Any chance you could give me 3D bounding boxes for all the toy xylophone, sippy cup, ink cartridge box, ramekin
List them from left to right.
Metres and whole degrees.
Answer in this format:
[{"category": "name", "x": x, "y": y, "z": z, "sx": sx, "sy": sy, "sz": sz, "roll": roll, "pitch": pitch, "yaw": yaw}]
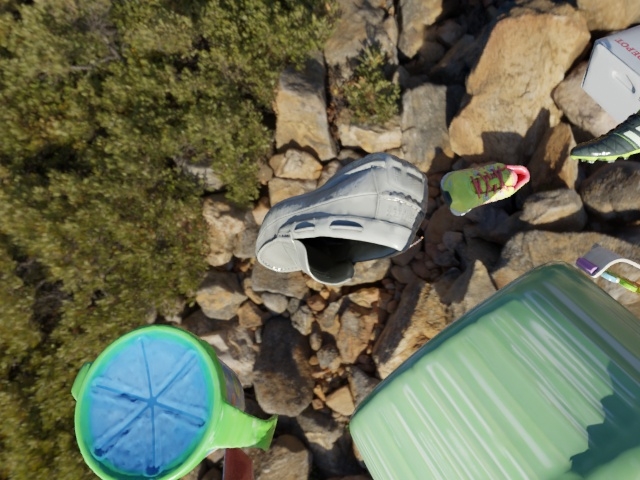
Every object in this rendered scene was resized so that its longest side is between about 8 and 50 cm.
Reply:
[{"category": "sippy cup", "x": -0.238, "y": 0.277, "z": 0.761, "sx": 0.240, "sy": 0.224, "sz": 0.305, "roll": -40, "pitch": 67, "yaw": -6}, {"category": "ramekin", "x": 0.174, "y": 0.158, "z": 0.427, "sx": 0.303, "sy": 0.303, "sz": 0.148, "roll": -46, "pitch": 63, "yaw": 17}, {"category": "toy xylophone", "x": 0.868, "y": 0.106, "z": 1.229, "sx": 0.323, "sy": 0.236, "sz": 0.081, "roll": 28, "pitch": 106, "yaw": 8}, {"category": "ink cartridge box", "x": 0.705, "y": -0.329, "z": 0.861, "sx": 0.290, "sy": 0.121, "sz": 0.211, "roll": -18, "pitch": 54, "yaw": 0}]

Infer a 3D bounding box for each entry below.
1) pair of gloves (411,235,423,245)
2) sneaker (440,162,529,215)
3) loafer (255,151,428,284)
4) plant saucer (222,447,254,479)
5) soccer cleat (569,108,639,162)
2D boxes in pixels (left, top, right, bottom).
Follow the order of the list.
[{"category": "pair of gloves", "x": 0.298, "y": 0.010, "z": 1.450, "sx": 0.074, "sy": 0.083, "sz": 0.010, "roll": -35, "pitch": 86, "yaw": 19}, {"category": "sneaker", "x": 0.300, "y": -0.105, "z": 0.810, "sx": 0.094, "sy": 0.209, "sz": 0.081, "roll": -21, "pitch": 89, "yaw": 54}, {"category": "loafer", "x": 0.000, "y": 0.000, "z": 0.553, "sx": 0.319, "sy": 0.112, "sz": 0.111, "roll": -28, "pitch": 46, "yaw": 57}, {"category": "plant saucer", "x": -0.121, "y": 0.496, "z": 0.694, "sx": 0.048, "sy": 0.259, "sz": 0.258, "roll": -3, "pitch": 117, "yaw": -7}, {"category": "soccer cleat", "x": 0.457, "y": -0.158, "z": 0.653, "sx": 0.179, "sy": 0.060, "sz": 0.072, "roll": -10, "pitch": 102, "yaw": 12}]
